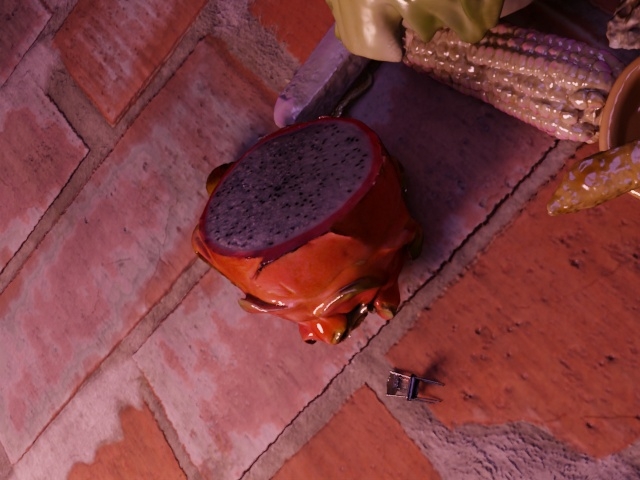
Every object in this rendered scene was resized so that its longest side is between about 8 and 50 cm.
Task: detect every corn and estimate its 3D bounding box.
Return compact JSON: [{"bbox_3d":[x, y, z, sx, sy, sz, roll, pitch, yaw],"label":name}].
[{"bbox_3d":[0.252,-0.236,0.987,0.335,0.126,0.127,34,97,33],"label":"corn"}]

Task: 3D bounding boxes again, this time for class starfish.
[{"bbox_3d":[-0.003,-0.185,1.163,0.223,0.050,0.217,-43,55,9],"label":"starfish"}]

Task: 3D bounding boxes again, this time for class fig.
[{"bbox_3d":[-0.138,-0.080,1.200,0.084,0.082,0.098,-32,100,1],"label":"fig"}]

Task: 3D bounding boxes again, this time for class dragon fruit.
[{"bbox_3d":[0.000,0.000,1.022,0.305,0.226,0.305,-21,38,18],"label":"dragon fruit"}]

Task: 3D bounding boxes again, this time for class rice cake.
[{"bbox_3d":[0.060,-0.324,1.115,0.070,0.064,0.399,37,90,37],"label":"rice cake"}]

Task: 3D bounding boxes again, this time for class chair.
[{"bbox_3d":[0.123,0.201,1.007,0.086,0.042,0.037,6,78,29],"label":"chair"}]

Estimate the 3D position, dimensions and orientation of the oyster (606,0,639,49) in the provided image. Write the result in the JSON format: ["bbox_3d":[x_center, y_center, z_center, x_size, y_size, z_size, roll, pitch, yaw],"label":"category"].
[{"bbox_3d":[0.414,-0.291,0.748,0.100,0.275,0.271,44,106,-9],"label":"oyster"}]

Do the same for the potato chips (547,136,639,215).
[{"bbox_3d":[0.407,-0.084,0.660,0.406,0.057,0.080,-7,81,35],"label":"potato chips"}]

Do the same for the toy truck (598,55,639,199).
[{"bbox_3d":[0.466,-0.094,0.786,0.288,0.211,0.204,15,88,34],"label":"toy truck"}]

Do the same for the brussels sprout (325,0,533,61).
[{"bbox_3d":[0.157,-0.452,0.869,0.342,0.361,0.425,9,43,47],"label":"brussels sprout"}]
